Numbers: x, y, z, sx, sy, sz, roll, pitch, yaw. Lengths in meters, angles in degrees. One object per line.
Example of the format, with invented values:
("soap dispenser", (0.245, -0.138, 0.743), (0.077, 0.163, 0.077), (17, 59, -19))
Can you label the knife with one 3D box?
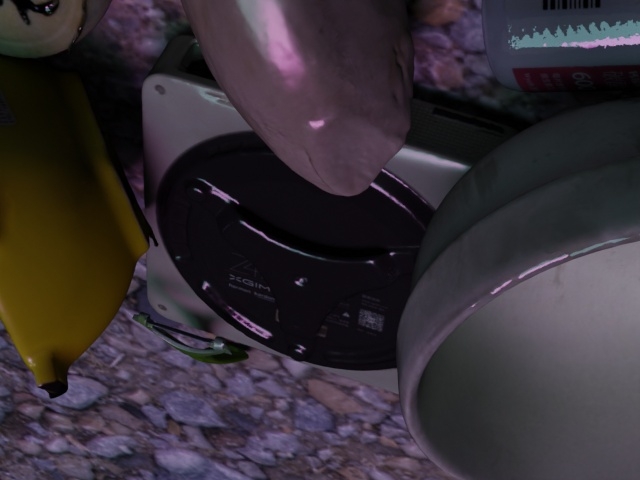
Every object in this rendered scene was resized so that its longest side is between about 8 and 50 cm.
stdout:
("knife", (-0.090, 0.081, 1.212), (0.078, 0.023, 0.166), (22, 174, 13))

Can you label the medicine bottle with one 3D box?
("medicine bottle", (0.203, -0.128, 0.872), (0.216, 0.090, 0.090), (1, 133, 24))

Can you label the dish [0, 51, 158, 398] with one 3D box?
("dish", (-0.185, -0.033, 1.083), (0.108, 0.262, 0.221), (-23, 123, -4))

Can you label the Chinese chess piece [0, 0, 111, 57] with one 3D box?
("Chinese chess piece", (-0.203, -0.186, 1.033), (0.144, 0.058, 0.144), (13, 137, 12))

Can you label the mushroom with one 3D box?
("mushroom", (-0.040, -0.182, 0.907), (0.128, 0.128, 0.350), (-12, 119, 35))

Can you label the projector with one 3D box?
("projector", (0.000, 0.000, 1.109), (0.257, 0.079, 0.259), (17, 140, 10))

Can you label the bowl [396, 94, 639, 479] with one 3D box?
("bowl", (0.190, 0.027, 0.938), (0.307, 0.163, 0.307), (-5, 142, -4))
